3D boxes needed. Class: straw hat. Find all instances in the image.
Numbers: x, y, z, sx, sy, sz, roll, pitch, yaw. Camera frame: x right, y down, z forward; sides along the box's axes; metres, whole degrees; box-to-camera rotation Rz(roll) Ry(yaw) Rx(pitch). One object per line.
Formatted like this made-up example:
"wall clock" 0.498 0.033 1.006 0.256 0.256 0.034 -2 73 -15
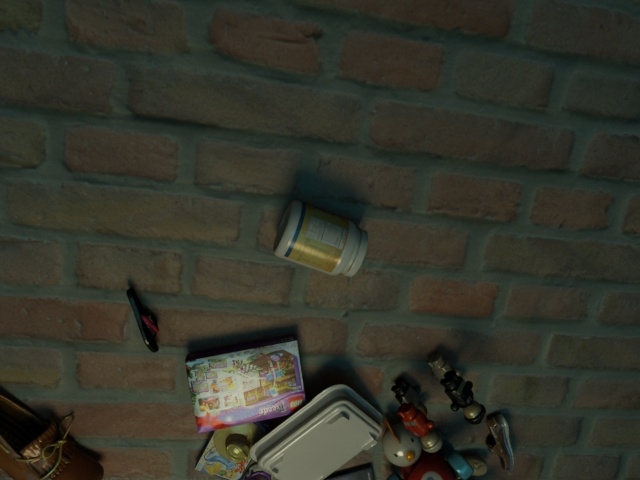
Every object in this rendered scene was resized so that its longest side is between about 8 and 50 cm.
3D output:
"straw hat" -0.224 0.559 1.206 0.144 0.061 0.145 -2 104 -8

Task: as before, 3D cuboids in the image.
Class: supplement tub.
"supplement tub" 0.000 0.000 1.080 0.199 0.144 0.145 20 101 -13

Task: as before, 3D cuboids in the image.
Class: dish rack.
"dish rack" 0.005 0.563 1.229 0.332 0.072 0.285 -38 127 5

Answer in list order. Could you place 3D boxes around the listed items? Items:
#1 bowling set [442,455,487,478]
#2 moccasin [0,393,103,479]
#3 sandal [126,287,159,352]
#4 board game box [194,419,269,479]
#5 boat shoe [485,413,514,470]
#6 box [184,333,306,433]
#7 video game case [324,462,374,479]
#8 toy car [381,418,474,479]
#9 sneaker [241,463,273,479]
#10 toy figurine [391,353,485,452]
"bowling set" 0.422 0.815 1.349 0.154 0.287 0.200 4 138 -3
"moccasin" -0.717 0.512 1.132 0.380 0.139 0.147 42 105 -7
"sandal" -0.434 0.200 1.117 0.040 0.067 0.179 -19 105 -14
"board game box" -0.248 0.575 1.257 0.136 0.035 0.201 26 100 -14
"boat shoe" 0.544 0.622 1.372 0.066 0.066 0.183 -13 97 0
"box" -0.193 0.376 1.181 0.293 0.057 0.201 -8 97 -8
"video game case" 0.039 0.800 1.365 0.274 0.026 0.196 -13 106 -5
"toy car" 0.254 0.606 1.253 0.219 0.210 0.238 -41 101 -6
"sneaker" -0.225 0.756 1.275 0.095 0.104 0.236 38 98 -17
"toy figurine" 0.313 0.435 1.207 0.213 0.209 0.148 -38 95 3
